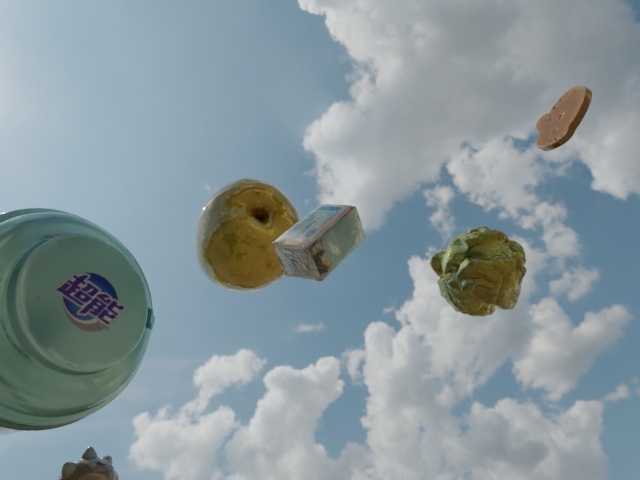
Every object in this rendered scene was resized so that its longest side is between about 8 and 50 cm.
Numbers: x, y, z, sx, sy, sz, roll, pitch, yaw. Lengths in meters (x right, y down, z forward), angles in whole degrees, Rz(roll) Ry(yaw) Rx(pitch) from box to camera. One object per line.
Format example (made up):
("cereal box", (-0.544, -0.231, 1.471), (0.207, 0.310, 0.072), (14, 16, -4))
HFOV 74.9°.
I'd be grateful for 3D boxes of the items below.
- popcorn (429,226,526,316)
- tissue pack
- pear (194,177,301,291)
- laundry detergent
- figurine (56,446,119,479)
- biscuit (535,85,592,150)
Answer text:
("popcorn", (0.328, 0.065, 0.879), (0.167, 0.187, 0.185), (20, -29, -19))
("tissue pack", (0.000, 0.000, 0.510), (0.094, 0.074, 0.058), (-41, -60, -33))
("pear", (-0.196, -0.008, 1.129), (0.315, 0.314, 0.313), (-7, -56, -11))
("laundry detergent", (-0.419, 0.117, 0.579), (0.306, 0.287, 0.287), (-18, -52, 22))
("figurine", (-0.323, 0.491, 0.524), (0.203, 0.380, 0.248), (-29, -64, 29))
("biscuit", (0.483, -0.243, 0.842), (0.023, 0.118, 0.139), (28, -87, -12))
